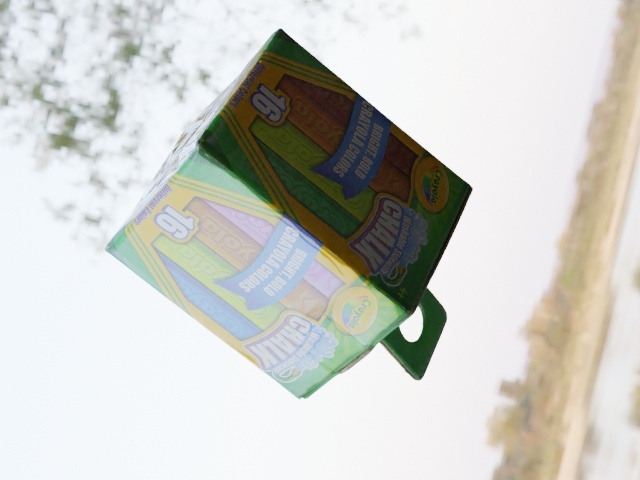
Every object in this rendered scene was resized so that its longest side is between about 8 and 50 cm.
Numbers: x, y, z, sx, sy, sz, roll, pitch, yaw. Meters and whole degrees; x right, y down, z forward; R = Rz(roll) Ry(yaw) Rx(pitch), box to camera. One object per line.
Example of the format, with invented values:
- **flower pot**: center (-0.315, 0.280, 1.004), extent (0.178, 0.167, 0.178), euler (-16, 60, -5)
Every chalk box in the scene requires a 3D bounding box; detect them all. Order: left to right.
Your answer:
- **chalk box**: center (0.000, 0.000, 0.942), extent (0.132, 0.213, 0.132), euler (-43, 14, 44)
